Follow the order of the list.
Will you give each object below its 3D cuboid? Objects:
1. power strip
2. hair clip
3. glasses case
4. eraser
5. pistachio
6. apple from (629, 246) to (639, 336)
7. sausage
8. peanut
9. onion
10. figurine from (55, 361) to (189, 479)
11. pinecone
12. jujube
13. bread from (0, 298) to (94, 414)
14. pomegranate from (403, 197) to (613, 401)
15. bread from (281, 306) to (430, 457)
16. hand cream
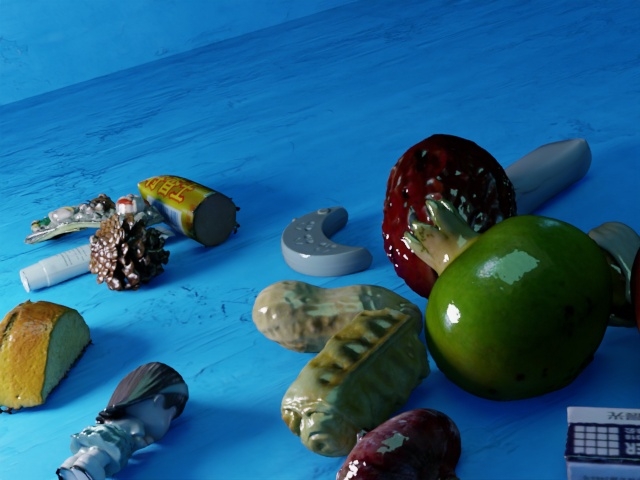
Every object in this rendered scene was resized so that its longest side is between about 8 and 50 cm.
[{"bbox_3d":[0.000,0.000,2.080,0.167,0.054,0.253,-13,28,-10],"label":"power strip"},{"bbox_3d":[-0.499,-0.053,2.226,0.321,0.091,0.138,-6,9,19],"label":"hair clip"},{"bbox_3d":[0.449,-0.127,2.167,0.308,0.083,0.128,-30,28,-36],"label":"glasses case"},{"bbox_3d":[0.469,0.287,1.339,0.287,0.086,0.130,-1,28,15],"label":"eraser"},{"bbox_3d":[0.500,0.060,1.726,0.153,0.138,0.238,30,31,-4],"label":"pistachio"},{"bbox_3d":[0.595,0.096,1.477,0.288,0.288,0.317,2,39,21],"label":"apple"},{"bbox_3d":[-0.308,-0.085,2.269,0.125,0.117,0.317,-9,22,-36],"label":"sausage"},{"bbox_3d":[0.029,0.134,1.731,0.290,0.130,0.130,2,28,7],"label":"peanut"},{"bbox_3d":[0.119,0.297,1.411,0.151,0.098,0.206,14,34,40],"label":"onion"},{"bbox_3d":[-0.304,0.285,1.562,0.138,0.110,0.245,-17,21,43],"label":"figurine"},{"bbox_3d":[-0.386,0.025,2.049,0.173,0.174,0.173,-7,27,3],"label":"pinecone"},{"bbox_3d":[0.239,-0.045,1.882,0.258,0.258,0.377,-5,26,7],"label":"jujube"},{"bbox_3d":[-0.503,0.179,1.790,0.129,0.134,0.260,-1,28,13],"label":"bread"},{"bbox_3d":[0.287,0.063,1.576,0.310,0.216,0.358,-38,76,-23],"label":"pomegranate"},{"bbox_3d":[0.052,0.219,1.544,0.152,0.130,0.267,26,40,23],"label":"bread"},{"bbox_3d":[-0.473,0.026,2.162,0.331,0.058,0.085,-24,23,-27],"label":"hand cream"}]
